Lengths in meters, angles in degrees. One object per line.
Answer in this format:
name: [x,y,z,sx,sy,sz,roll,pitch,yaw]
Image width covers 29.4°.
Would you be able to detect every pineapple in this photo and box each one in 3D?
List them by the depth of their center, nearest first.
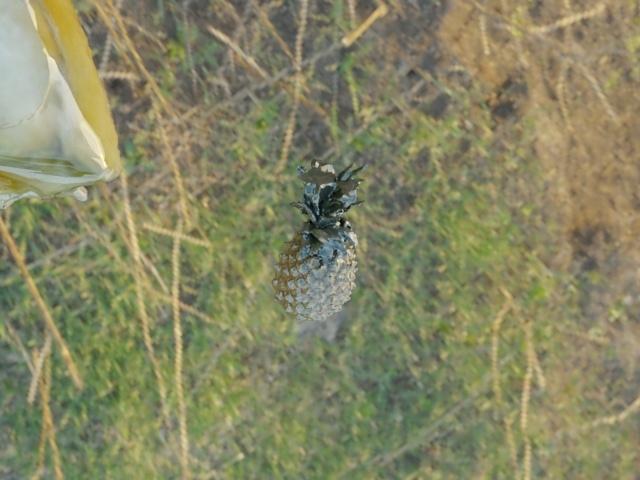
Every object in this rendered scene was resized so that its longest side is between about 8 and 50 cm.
pineapple: [0.000,0.000,0.749,0.058,0.058,0.124,-21,151,-19]

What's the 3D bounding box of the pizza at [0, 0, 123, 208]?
pizza: [-0.226,-0.049,0.388,0.297,0.189,0.071,-18,-179,-11]
